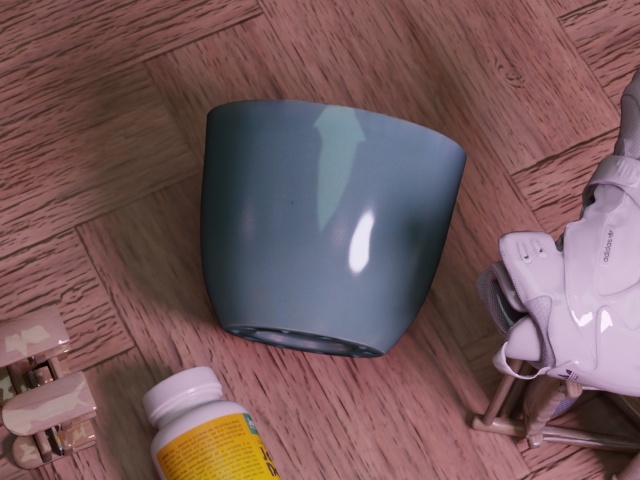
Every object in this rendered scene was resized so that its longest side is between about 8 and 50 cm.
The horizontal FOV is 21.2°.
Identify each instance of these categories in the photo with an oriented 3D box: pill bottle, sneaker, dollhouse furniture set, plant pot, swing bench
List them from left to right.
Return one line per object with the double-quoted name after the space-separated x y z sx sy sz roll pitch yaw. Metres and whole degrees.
-0.311 0.218 1.779 0.161 0.212 0.242 -21 78 -13 "dollhouse furniture set"
-0.112 0.246 1.836 0.118 0.117 0.208 -23 69 -14 "pill bottle"
0.000 0.000 1.876 0.293 0.293 0.235 9 80 -1 "plant pot"
0.271 -0.016 1.697 0.210 0.137 0.365 5 68 -5 "sneaker"
0.324 0.151 1.841 0.255 0.253 0.165 25 67 7 "swing bench"
